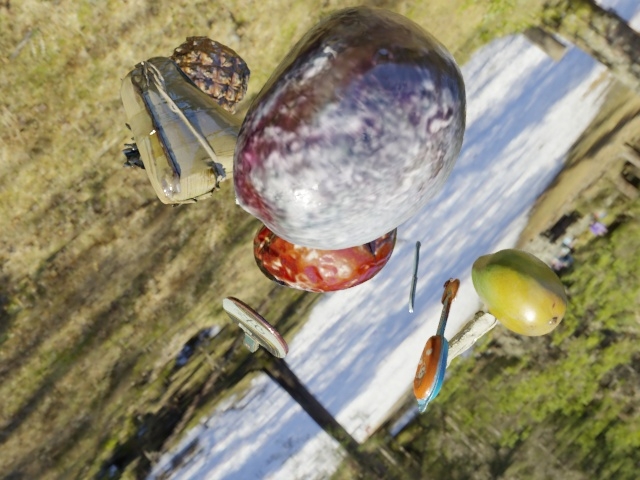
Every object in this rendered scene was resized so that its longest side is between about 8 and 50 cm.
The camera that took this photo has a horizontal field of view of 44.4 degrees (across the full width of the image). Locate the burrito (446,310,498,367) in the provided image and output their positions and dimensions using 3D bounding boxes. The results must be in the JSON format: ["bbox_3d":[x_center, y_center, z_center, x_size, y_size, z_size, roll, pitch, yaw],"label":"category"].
[{"bbox_3d":[0.260,0.201,1.485,0.185,0.041,0.045,-43,-173,3],"label":"burrito"}]

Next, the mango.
[{"bbox_3d":[0.333,0.088,1.365,0.114,0.156,0.251,-41,-172,-10],"label":"mango"}]

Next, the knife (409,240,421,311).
[{"bbox_3d":[0.265,0.099,2.200,0.028,0.015,0.210,57,39,-62],"label":"knife"}]

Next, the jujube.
[{"bbox_3d":[0.000,0.000,1.530,0.223,0.223,0.318,-32,-168,-36],"label":"jujube"}]

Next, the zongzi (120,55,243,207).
[{"bbox_3d":[-0.145,-0.158,1.018,0.198,0.194,0.099,-22,-178,-14],"label":"zongzi"}]

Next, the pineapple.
[{"bbox_3d":[-0.240,-0.216,1.367,0.278,0.158,0.157,-62,165,-18],"label":"pineapple"}]

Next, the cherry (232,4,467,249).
[{"bbox_3d":[0.038,-0.119,0.844,0.296,0.218,0.255,-46,170,-16],"label":"cherry"}]

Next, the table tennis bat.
[{"bbox_3d":[-0.140,0.190,1.646,0.022,0.173,0.301,-48,175,-19],"label":"table tennis bat"}]

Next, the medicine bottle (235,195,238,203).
[{"bbox_3d":[-0.109,-0.145,1.929,0.052,0.201,0.171,-60,160,-56],"label":"medicine bottle"}]

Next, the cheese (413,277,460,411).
[{"bbox_3d":[0.212,0.187,1.426,0.106,0.037,0.256,138,-31,-74],"label":"cheese"}]
